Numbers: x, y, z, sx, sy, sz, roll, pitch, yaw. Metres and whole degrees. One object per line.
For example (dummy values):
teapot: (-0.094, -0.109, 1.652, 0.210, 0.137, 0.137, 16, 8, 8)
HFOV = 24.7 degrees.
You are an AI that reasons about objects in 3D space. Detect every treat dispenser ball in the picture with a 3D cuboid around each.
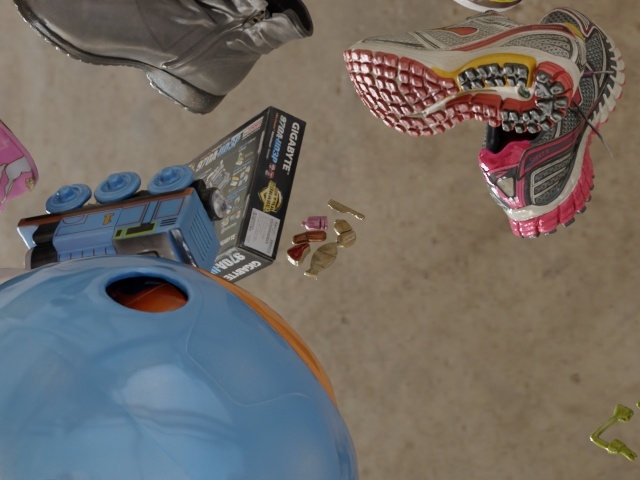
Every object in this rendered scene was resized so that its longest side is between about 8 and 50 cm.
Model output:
treat dispenser ball: (-0.119, 0.151, 0.871, 0.288, 0.288, 0.288, 2, 92, 50)

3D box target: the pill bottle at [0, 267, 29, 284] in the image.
pill bottle: (-0.244, 0.121, 1.194, 0.108, 0.108, 0.180, 34, 149, 44)

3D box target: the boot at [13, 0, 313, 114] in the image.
boot: (-0.191, -0.302, 1.809, 0.222, 0.338, 0.118, -36, 48, 36)

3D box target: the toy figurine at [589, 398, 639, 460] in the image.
toy figurine: (0.469, 0.137, 1.574, 0.191, 0.362, 0.217, 54, 172, 32)

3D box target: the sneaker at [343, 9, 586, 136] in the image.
sneaker: (0.121, -0.143, 1.224, 0.225, 0.093, 0.088, 8, 136, 34)

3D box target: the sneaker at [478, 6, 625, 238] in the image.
sneaker: (0.239, -0.146, 1.522, 0.120, 0.112, 0.299, -17, 39, 33)

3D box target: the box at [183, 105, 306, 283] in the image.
box: (-0.108, -0.032, 1.634, 0.220, 0.051, 0.175, -28, 44, 53)

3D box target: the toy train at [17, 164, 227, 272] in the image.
toy train: (-0.168, -0.004, 1.220, 0.184, 0.105, 0.080, -9, 124, 19)

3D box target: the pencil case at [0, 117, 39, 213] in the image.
pencil case: (-0.408, 0.022, 1.231, 0.386, 0.160, 0.167, -49, 26, -13)

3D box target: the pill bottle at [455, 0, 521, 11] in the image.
pill bottle: (0.181, -0.303, 1.269, 0.215, 0.117, 0.117, -49, 55, 51)

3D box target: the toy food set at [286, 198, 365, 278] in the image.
toy food set: (0.000, 0.000, 1.846, 0.078, 0.122, 0.019, 27, 143, 25)
